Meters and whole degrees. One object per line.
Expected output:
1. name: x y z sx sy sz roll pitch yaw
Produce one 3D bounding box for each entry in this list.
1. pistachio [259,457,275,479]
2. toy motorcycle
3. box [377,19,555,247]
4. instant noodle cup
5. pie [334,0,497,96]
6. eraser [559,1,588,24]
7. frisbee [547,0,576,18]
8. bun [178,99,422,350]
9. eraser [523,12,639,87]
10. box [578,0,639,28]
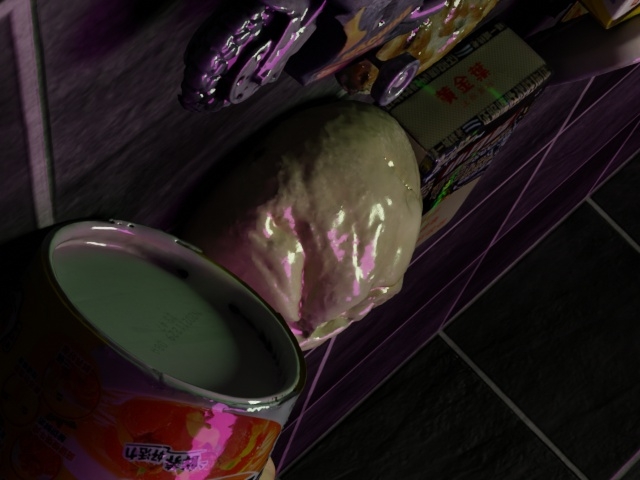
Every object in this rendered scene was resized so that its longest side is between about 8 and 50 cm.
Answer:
1. pistachio: -0.189 0.340 1.754 0.321 0.229 0.238 -34 126 -20
2. toy motorcycle: 0.028 -0.173 0.935 0.307 0.108 0.173 -34 160 -50
3. box: 0.100 -0.074 1.598 0.198 0.084 0.310 -36 167 -33
4. instant noodle cup: -0.144 0.123 1.066 0.200 0.264 0.264 -57 165 22
5. pie: 0.101 -0.203 1.207 0.240 0.054 0.240 -40 169 -10
6. eraser: 0.360 -0.302 1.805 0.230 0.038 0.157 -52 166 32
7. frisbee: 0.320 -0.299 1.656 0.187 0.012 0.211 -28 147 -19
8. bun: 0.000 0.000 1.327 0.259 0.160 0.259 -45 168 -12
9. eraser: 0.296 -0.212 1.589 0.204 0.059 0.243 -20 -172 -1
10. box: 0.351 -0.341 1.453 0.168 0.097 0.265 -28 161 -45
